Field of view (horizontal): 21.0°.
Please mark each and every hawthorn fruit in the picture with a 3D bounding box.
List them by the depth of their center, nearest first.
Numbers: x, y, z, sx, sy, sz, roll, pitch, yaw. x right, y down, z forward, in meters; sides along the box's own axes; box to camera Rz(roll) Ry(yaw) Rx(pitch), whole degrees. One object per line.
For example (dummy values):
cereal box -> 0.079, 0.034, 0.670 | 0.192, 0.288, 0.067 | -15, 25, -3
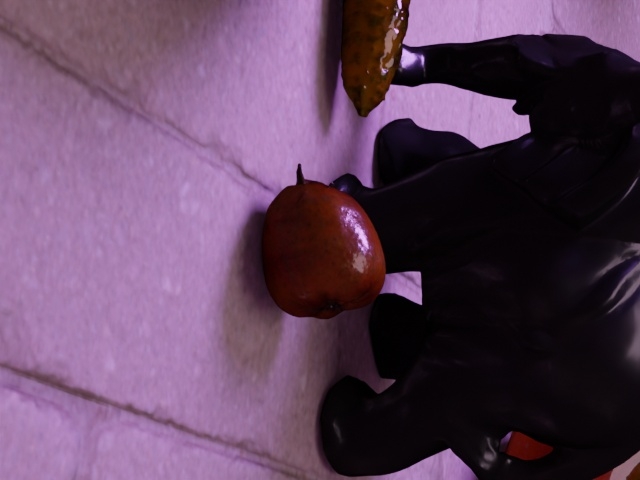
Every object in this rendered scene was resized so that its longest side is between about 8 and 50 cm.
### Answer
hawthorn fruit -> 0.000, 0.000, 1.097 | 0.081, 0.081, 0.093 | 27, 51, -61

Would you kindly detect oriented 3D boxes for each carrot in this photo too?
carrot -> 0.052, -0.237, 1.226 | 0.066, 0.066, 0.314 | 33, 60, -60

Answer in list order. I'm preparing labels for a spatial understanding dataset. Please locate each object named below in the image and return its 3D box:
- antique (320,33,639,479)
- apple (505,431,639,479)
antique -> 0.144, 0.012, 1.197 | 0.185, 0.255, 0.322 | 16, 72, -61
apple -> 0.266, 0.228, 1.447 | 0.216, 0.260, 0.260 | 103, -3, -67
